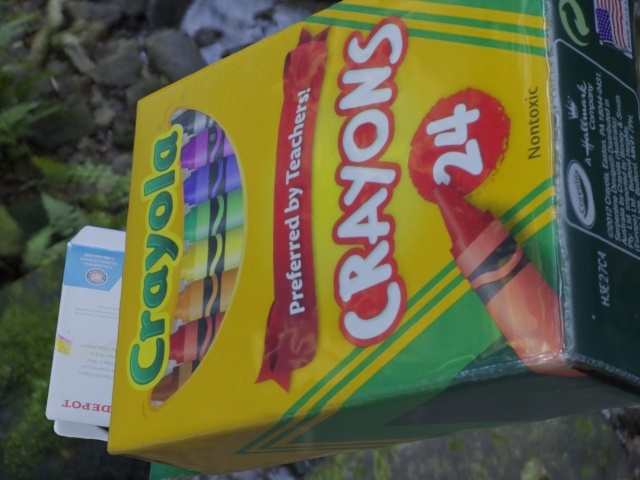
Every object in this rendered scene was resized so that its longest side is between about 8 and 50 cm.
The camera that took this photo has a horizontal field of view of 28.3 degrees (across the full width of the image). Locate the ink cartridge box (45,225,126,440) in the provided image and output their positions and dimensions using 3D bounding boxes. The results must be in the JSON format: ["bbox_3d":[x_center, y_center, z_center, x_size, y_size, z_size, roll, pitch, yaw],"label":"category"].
[{"bbox_3d":[-0.140,0.071,0.911,0.092,0.090,0.143,9,98,-5],"label":"ink cartridge box"}]

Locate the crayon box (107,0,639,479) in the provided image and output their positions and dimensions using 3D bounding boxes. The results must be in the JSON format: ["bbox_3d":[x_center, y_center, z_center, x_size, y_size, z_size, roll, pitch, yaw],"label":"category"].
[{"bbox_3d":[0.000,0.000,0.612,0.319,0.081,0.202,-19,61,40],"label":"crayon box"}]
